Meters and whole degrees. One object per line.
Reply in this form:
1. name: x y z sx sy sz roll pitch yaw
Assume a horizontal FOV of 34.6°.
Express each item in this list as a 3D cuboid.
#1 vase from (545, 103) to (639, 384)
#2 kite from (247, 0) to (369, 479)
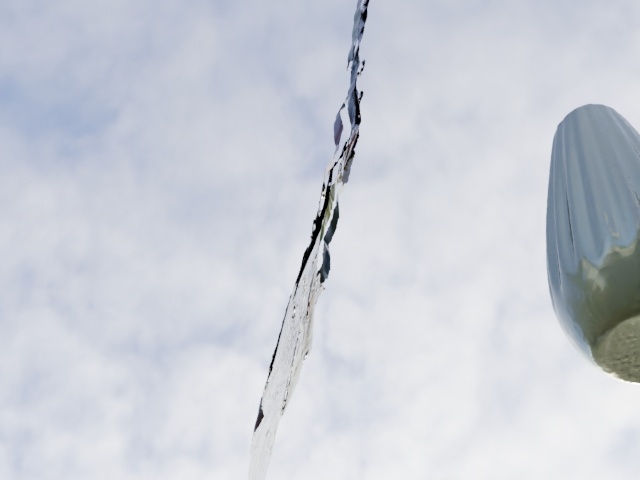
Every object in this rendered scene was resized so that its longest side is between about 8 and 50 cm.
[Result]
1. vase: 0.236 -0.011 0.814 0.128 0.248 0.128 0 -46 0
2. kite: 0.000 0.000 0.501 0.015 0.286 0.152 12 -31 1
